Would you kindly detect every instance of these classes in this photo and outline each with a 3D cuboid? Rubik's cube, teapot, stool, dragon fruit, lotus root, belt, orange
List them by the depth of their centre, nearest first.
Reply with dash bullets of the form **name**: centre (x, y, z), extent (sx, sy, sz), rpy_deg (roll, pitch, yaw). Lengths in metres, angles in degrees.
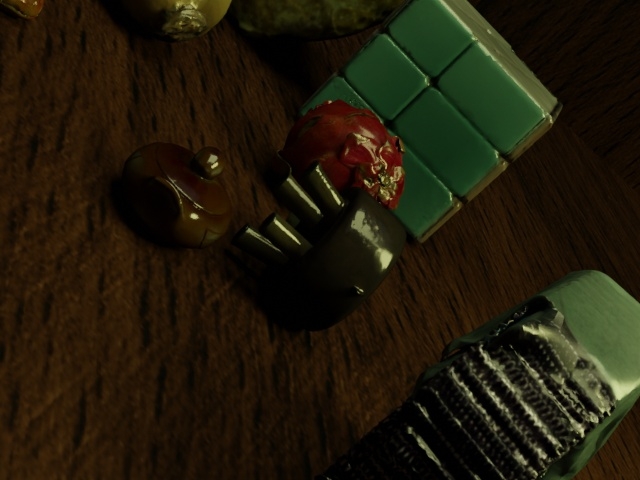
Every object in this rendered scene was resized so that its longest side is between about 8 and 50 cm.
- **belt**: centre (0.122, 0.134, 1.033), extent (0.122, 0.260, 0.325), rpy_deg (50, 27, 13)
- **teapot**: centre (-0.109, -0.043, 1.189), extent (0.098, 0.078, 0.129), rpy_deg (48, 17, 3)
- **stool**: centre (0.000, 0.000, 1.297), extent (0.121, 0.125, 0.217), rpy_deg (42, 8, -10)
- **dragon fruit**: centre (0.016, -0.079, 1.515), extent (0.136, 0.133, 0.166), rpy_deg (91, -19, -45)
- **lotus root**: centre (-0.167, -0.313, 1.573), extent (0.146, 0.131, 0.303), rpy_deg (37, 19, -36)
- **Rubik's cube**: centre (0.138, -0.162, 1.813), extent (0.231, 0.225, 0.221), rpy_deg (47, 16, 1)
- **orange**: centre (0.015, -0.405, 1.923), extent (0.271, 0.210, 0.368), rpy_deg (18, 32, 4)

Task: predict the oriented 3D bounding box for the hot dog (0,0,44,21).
- **hot dog**: centre (-0.293, -0.239, 1.254), extent (0.144, 0.038, 0.062), rpy_deg (33, 22, -39)
